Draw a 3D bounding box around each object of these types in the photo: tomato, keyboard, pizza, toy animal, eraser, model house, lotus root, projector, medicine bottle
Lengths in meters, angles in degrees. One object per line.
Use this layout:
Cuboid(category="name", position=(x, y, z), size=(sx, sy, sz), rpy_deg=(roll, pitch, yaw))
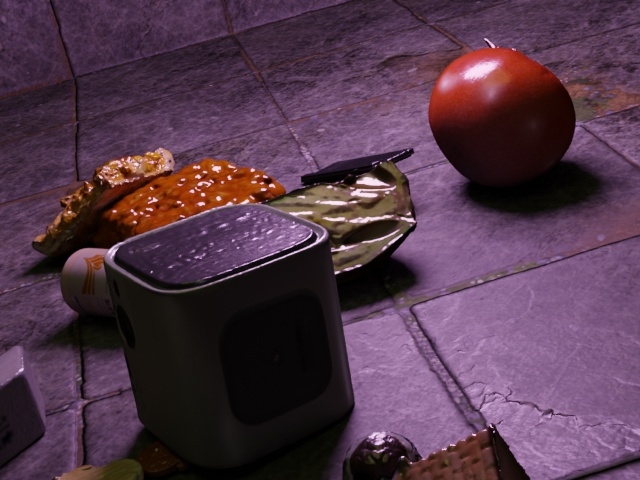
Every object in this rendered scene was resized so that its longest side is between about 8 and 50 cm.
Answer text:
Cuboid(category="tomato", position=(0.315, -0.216, 1.989), size=(0.224, 0.256, 0.256), rpy_deg=(-41, 32, -17))
Cuboid(category="keyboard", position=(0.061, -0.137, 2.123), size=(0.101, 0.018, 0.310), rpy_deg=(-25, 9, -24))
Cuboid(category="pizza", position=(-0.412, -0.091, 2.172), size=(0.335, 0.086, 0.226), rpy_deg=(-38, -11, -22))
Cuboid(category="toy animal", position=(0.068, 0.251, 1.285), size=(0.098, 0.098, 0.137), rpy_deg=(-13, 24, 3))
Cuboid(category="eraser", position=(-0.496, 0.276, 1.516), size=(0.077, 0.111, 0.352), rpy_deg=(6, 31, 38))
Cuboid(category="model house", position=(0.132, 0.309, 1.077), size=(0.172, 0.166, 0.183), rpy_deg=(-24, 37, 15))
Cuboid(category="lotus root", position=(0.000, 0.001, 1.838), size=(0.314, 0.142, 0.210), rpy_deg=(-9, 59, 2))
Cuboid(category="projector", position=(-0.118, 0.114, 1.478), size=(0.248, 0.249, 0.249), rpy_deg=(-21, 25, -28))
Cuboid(category="medicine bottle", position=(-0.300, 0.073, 1.850), size=(0.252, 0.114, 0.114), rpy_deg=(3, 29, 32))

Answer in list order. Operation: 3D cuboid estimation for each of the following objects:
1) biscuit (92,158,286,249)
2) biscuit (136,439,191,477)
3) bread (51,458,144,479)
Cuboid(category="biscuit", position=(-0.235, -0.043, 2.075), size=(0.318, 0.110, 0.312), rpy_deg=(-26, 25, -26))
Cuboid(category="biscuit", position=(-0.191, 0.278, 1.462), size=(0.091, 0.015, 0.078), rpy_deg=(-24, 28, -27))
Cuboid(category="bread", position=(-0.331, 0.345, 1.366), size=(0.251, 0.039, 0.182), rpy_deg=(-16, 25, -5))
